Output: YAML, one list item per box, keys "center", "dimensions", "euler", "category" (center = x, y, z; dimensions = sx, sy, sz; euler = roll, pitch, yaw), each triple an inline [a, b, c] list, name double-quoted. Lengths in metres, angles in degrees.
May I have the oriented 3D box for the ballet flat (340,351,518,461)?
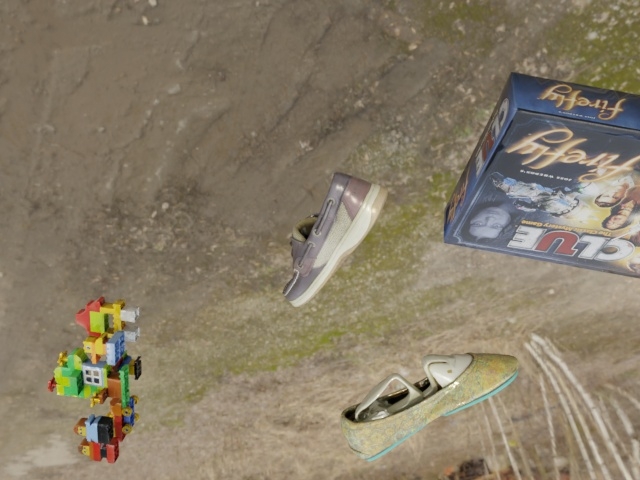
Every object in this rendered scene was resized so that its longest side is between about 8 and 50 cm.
- center: [0.188, 0.276, 0.998]
  dimensions: [0.348, 0.123, 0.123]
  euler: [-32, 146, 8]
  category: "ballet flat"

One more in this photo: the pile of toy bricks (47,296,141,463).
- center: [-0.308, 0.188, 0.726]
  dimensions: [0.105, 0.118, 0.212]
  euler: [8, 112, 2]
  category: "pile of toy bricks"

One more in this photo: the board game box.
- center: [0.240, -0.036, 0.437]
  dimensions: [0.243, 0.042, 0.165]
  euler: [10, 146, 0]
  category: "board game box"

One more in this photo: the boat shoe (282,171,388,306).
- center: [0.000, 0.000, 0.840]
  dimensions: [0.092, 0.103, 0.285]
  euler: [33, 137, -3]
  category: "boat shoe"
